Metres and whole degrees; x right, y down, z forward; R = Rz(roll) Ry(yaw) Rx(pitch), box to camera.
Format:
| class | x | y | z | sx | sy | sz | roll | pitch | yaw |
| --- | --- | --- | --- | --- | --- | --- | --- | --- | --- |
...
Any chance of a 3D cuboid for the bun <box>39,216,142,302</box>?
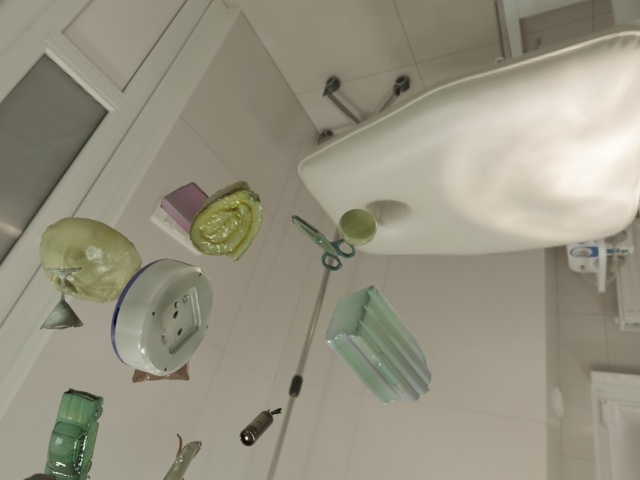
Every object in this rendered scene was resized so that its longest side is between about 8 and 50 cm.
| class | x | y | z | sx | sy | sz | roll | pitch | yaw |
| --- | --- | --- | --- | --- | --- | --- | --- | --- | --- |
| bun | -0.835 | 0.094 | 1.518 | 0.365 | 0.202 | 0.364 | 7 | 134 | 7 |

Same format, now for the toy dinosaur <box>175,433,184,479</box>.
| class | x | y | z | sx | sy | sz | roll | pitch | yaw |
| --- | --- | --- | --- | --- | --- | --- | --- | --- | --- |
| toy dinosaur | -0.567 | 1.048 | 1.760 | 0.097 | 0.431 | 0.208 | 6 | -172 | -31 |

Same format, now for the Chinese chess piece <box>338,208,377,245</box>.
| class | x | y | z | sx | sy | sz | roll | pitch | yaw |
| --- | --- | --- | --- | --- | --- | --- | --- | --- | --- |
| Chinese chess piece | 0.136 | -0.048 | 1.573 | 0.144 | 0.144 | 0.058 | 14 | 154 | 4 |

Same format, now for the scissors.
| class | x | y | z | sx | sy | sz | roll | pitch | yaw |
| --- | --- | --- | --- | --- | --- | --- | --- | --- | --- |
| scissors | 0.000 | 0.000 | 1.570 | 0.138 | 0.041 | 0.289 | -42 | 114 | 16 |

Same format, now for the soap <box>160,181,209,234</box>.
| class | x | y | z | sx | sy | sz | roll | pitch | yaw |
| --- | --- | --- | --- | --- | --- | --- | --- | --- | --- |
| soap | -0.523 | -0.113 | 1.817 | 0.259 | 0.181 | 0.081 | 44 | 132 | -2 |

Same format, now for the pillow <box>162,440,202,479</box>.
| class | x | y | z | sx | sy | sz | roll | pitch | yaw |
| --- | --- | --- | --- | --- | --- | --- | --- | --- | --- |
| pillow | -0.503 | 0.809 | 1.485 | 0.038 | 0.232 | 0.130 | 24 | 165 | 24 |

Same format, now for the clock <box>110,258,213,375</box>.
| class | x | y | z | sx | sy | sz | roll | pitch | yaw |
| --- | --- | --- | --- | --- | --- | --- | --- | --- | --- |
| clock | -0.313 | 0.156 | 0.876 | 0.083 | 0.230 | 0.230 | 12 | 151 | 21 |

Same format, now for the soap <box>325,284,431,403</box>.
| class | x | y | z | sx | sy | sz | roll | pitch | yaw |
| --- | --- | --- | --- | --- | --- | --- | --- | --- | --- |
| soap | 0.176 | 0.311 | 1.198 | 0.115 | 0.208 | 0.346 | -24 | 115 | 35 |

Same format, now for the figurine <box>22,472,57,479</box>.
| class | x | y | z | sx | sy | sz | roll | pitch | yaw |
| --- | --- | --- | --- | --- | --- | --- | --- | --- | --- |
| figurine | -0.766 | 0.773 | 1.054 | 0.166 | 0.386 | 0.207 | 23 | -174 | -5 |

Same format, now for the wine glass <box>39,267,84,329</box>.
| class | x | y | z | sx | sy | sz | roll | pitch | yaw |
| --- | --- | --- | --- | --- | --- | --- | --- | --- | --- |
| wine glass | -0.783 | 0.174 | 1.294 | 0.122 | 0.182 | 0.122 | -2 | 174 | 0 |

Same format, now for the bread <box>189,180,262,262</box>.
| class | x | y | z | sx | sy | sz | roll | pitch | yaw |
| --- | --- | --- | --- | --- | --- | --- | --- | --- | --- |
| bread | -0.280 | -0.058 | 1.303 | 0.186 | 0.257 | 0.124 | 42 | 171 | -22 |

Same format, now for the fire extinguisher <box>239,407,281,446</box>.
| class | x | y | z | sx | sy | sz | roll | pitch | yaw |
| --- | --- | --- | --- | --- | --- | --- | --- | --- | --- |
| fire extinguisher | -0.237 | 0.761 | 1.769 | 0.099 | 0.071 | 0.231 | -24 | 176 | 23 |

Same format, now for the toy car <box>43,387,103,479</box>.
| class | x | y | z | sx | sy | sz | roll | pitch | yaw |
| --- | --- | --- | --- | --- | --- | --- | --- | --- | --- |
| toy car | -0.805 | 0.656 | 1.382 | 0.142 | 0.320 | 0.097 | 11 | 178 | 10 |

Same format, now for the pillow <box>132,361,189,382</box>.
| class | x | y | z | sx | sy | sz | roll | pitch | yaw |
| --- | --- | --- | --- | --- | --- | --- | --- | --- | --- |
| pillow | -0.648 | 0.485 | 1.780 | 0.224 | 0.236 | 0.084 | 5 | 134 | -11 |
